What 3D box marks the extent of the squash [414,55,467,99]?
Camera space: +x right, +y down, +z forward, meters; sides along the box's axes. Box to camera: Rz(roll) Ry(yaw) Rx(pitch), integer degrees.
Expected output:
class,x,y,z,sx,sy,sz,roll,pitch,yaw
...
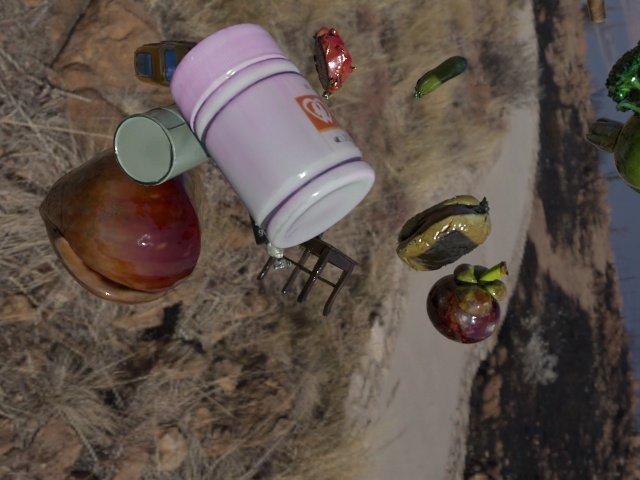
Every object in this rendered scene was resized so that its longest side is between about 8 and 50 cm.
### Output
class,x,y,z,sx,sy,sz,roll,pitch,yaw
squash,0.299,-0.417,1.827,0.052,0.183,0.052,13,67,-33

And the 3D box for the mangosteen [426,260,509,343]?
class,x,y,z,sx,sy,sz,roll,pitch,yaw
mangosteen,0.285,0.110,1.406,0.156,0.146,0.181,-94,-169,-58

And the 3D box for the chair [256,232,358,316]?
class,x,y,z,sx,sy,sz,roll,pitch,yaw
chair,0.000,0.000,1.772,0.319,0.186,0.160,-61,145,-4

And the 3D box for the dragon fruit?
class,x,y,z,sx,sy,sz,roll,pitch,yaw
dragon fruit,0.029,-0.343,1.373,0.112,0.068,0.126,177,-100,-80

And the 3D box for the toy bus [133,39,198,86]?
class,x,y,z,sx,sy,sz,roll,pitch,yaw
toy bus,-0.413,-0.468,1.914,0.136,0.209,0.126,-11,109,-34

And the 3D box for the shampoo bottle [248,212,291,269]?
class,x,y,z,sx,sy,sz,roll,pitch,yaw
shampoo bottle,-0.111,-0.039,1.512,0.064,0.057,0.207,-16,88,-41

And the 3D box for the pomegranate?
class,x,y,z,sx,sy,sz,roll,pitch,yaw
pomegranate,0.612,-0.174,1.315,0.202,0.248,0.202,-20,123,-33

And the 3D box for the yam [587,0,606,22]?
class,x,y,z,sx,sy,sz,roll,pitch,yaw
yam,0.751,-0.698,1.968,0.241,0.057,0.056,54,38,-47

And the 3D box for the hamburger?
class,x,y,z,sx,sy,sz,roll,pitch,yaw
hamburger,0.347,-0.022,2.051,0.211,0.309,0.132,30,35,-63

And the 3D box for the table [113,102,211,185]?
class,x,y,z,sx,sy,sz,roll,pitch,yaw
table,-0.259,-0.187,1.311,0.220,0.126,0.126,-39,114,-60

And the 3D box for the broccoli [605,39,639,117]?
class,x,y,z,sx,sy,sz,roll,pitch,yaw
broccoli,0.561,-0.194,1.046,0.297,0.298,0.297,49,61,-41

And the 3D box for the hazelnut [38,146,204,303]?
class,x,y,z,sx,sy,sz,roll,pitch,yaw
hazelnut,-0.409,-0.036,1.561,0.409,0.359,0.359,-91,164,-78

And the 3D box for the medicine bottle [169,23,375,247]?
class,x,y,z,sx,sy,sz,roll,pitch,yaw
medicine bottle,-0.078,-0.167,1.156,0.315,0.202,0.202,55,27,13
